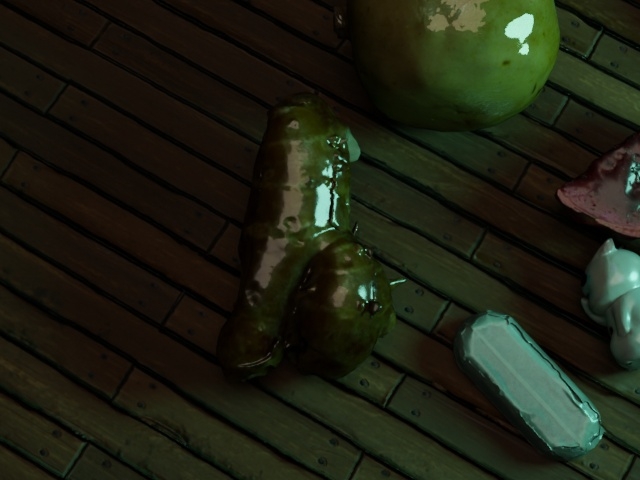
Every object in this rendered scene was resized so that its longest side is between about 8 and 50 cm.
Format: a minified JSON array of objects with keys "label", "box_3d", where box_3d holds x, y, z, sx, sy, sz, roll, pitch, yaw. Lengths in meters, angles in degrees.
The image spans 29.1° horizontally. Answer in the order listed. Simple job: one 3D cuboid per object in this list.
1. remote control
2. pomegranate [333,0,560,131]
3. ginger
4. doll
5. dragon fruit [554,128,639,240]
[{"label":"remote control","box_3d":[0.288,0.200,1.715,0.104,0.052,0.247,-42,79,-10]},{"label":"pomegranate","box_3d":[0.176,-0.305,1.741,0.333,0.332,0.332,0,72,0]},{"label":"ginger","box_3d":[0.000,0.000,1.717,0.254,0.176,0.418,6,77,-2]},{"label":"doll","box_3d":[0.428,0.094,1.717,0.107,0.110,0.180,-30,69,11]},{"label":"dragon fruit","box_3d":[0.479,-0.058,1.753,0.262,0.134,0.211,-32,72,-5]}]
